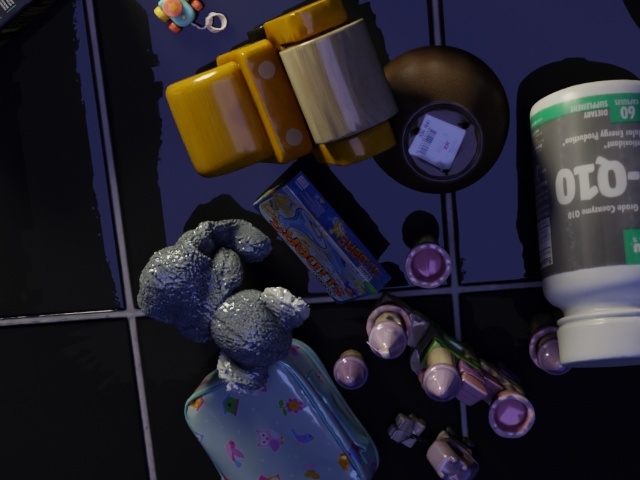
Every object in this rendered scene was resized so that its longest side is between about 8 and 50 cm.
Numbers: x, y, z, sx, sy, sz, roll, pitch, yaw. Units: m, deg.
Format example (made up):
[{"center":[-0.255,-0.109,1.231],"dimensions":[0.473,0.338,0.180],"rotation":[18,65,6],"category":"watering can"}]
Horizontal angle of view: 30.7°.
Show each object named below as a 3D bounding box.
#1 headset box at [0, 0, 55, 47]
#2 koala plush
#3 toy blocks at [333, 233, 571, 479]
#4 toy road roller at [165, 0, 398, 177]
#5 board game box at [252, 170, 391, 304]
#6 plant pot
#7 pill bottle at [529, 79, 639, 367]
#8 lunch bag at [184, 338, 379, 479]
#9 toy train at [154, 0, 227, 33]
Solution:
[{"center":[-0.501,-0.399,1.632],"dimensions":[0.283,0.131,0.246],"rotation":[-36,98,11],"category":"headset box"},{"center":[-0.129,0.101,1.654],"dimensions":[0.221,0.203,0.196],"rotation":[42,106,21],"category":"koala plush"},{"center":[0.176,0.198,1.662],"dimensions":[0.288,0.260,0.309],"rotation":[33,103,-5],"category":"toy blocks"},{"center":[-0.063,-0.184,1.558],"dimensions":[0.241,0.329,0.202],"rotation":[-25,102,-13],"category":"toy road roller"},{"center":[0.000,0.000,1.695],"dimensions":[0.035,0.136,0.201],"rotation":[-44,98,-25],"category":"board game box"},{"center":[0.161,-0.151,1.597],"dimensions":[0.215,0.230,0.215],"rotation":[1,104,4],"category":"plant pot"},{"center":[0.395,-0.016,1.568],"dimensions":[0.204,0.204,0.361],"rotation":[-4,79,5],"category":"pill bottle"},{"center":[-0.049,0.297,1.763],"dimensions":[0.224,0.108,0.279],"rotation":[-29,101,21],"category":"lunch bag"},{"center":[-0.187,-0.377,1.660],"dimensions":[0.125,0.046,0.166],"rotation":[-3,103,5],"category":"toy train"}]
